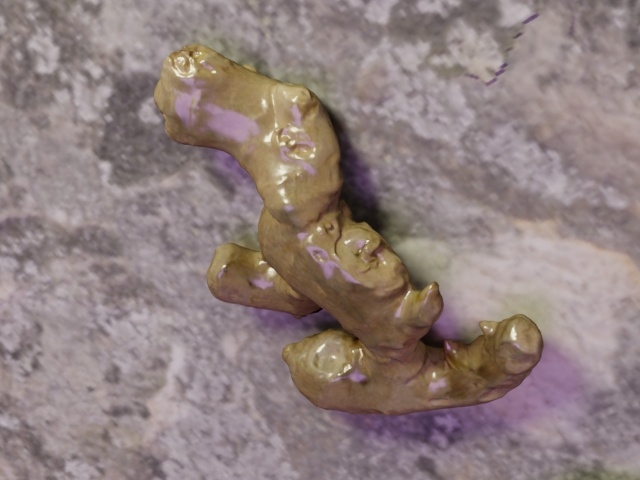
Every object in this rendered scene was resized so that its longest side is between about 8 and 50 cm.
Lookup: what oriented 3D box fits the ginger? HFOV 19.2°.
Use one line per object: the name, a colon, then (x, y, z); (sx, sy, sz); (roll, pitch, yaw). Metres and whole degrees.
ginger: (-0.008, 0.009, 1.024); (0.258, 0.065, 0.149); (43, 128, -9)
